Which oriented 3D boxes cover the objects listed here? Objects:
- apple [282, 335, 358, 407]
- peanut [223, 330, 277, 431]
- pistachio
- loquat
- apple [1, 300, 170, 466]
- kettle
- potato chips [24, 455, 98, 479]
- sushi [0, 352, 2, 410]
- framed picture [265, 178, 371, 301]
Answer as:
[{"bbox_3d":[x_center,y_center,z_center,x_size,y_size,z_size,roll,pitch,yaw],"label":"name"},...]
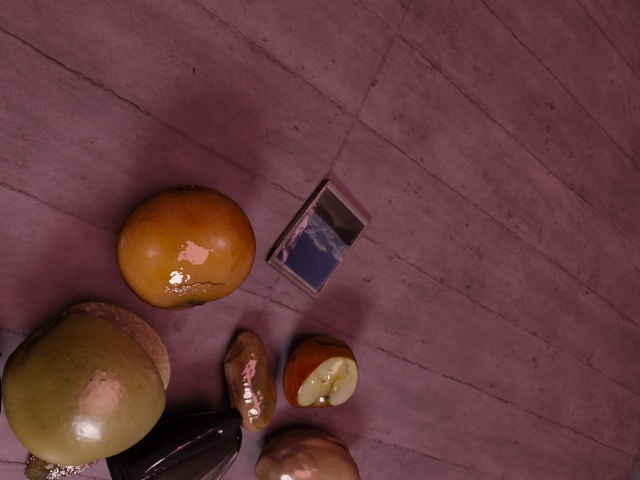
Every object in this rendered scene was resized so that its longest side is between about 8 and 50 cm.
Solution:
[{"bbox_3d":[-0.003,0.326,1.269,0.195,0.160,0.173,9,91,-29],"label":"apple"},{"bbox_3d":[-0.163,0.326,1.214,0.120,0.110,0.236,-7,94,-18],"label":"peanut"},{"bbox_3d":[-0.029,0.565,1.299,0.293,0.162,0.181,22,105,-35],"label":"pistachio"},{"bbox_3d":[-0.257,0.017,1.009,0.263,0.263,0.263,-6,102,-29],"label":"loquat"},{"bbox_3d":[-0.418,0.252,0.948,0.292,0.292,0.254,-39,106,-19],"label":"apple"},{"bbox_3d":[-0.293,0.445,1.105,0.271,0.207,0.250,-18,120,-36],"label":"kettle"},{"bbox_3d":[-0.504,0.417,1.077,0.209,0.026,0.142,-13,103,-28],"label":"potato chips"},{"bbox_3d":[-0.652,0.243,0.861,0.239,0.219,0.225,-19,130,-22],"label":"sushi"},{"bbox_3d":[0.000,0.000,1.297,0.189,0.023,0.260,43,76,-31],"label":"framed picture"}]
